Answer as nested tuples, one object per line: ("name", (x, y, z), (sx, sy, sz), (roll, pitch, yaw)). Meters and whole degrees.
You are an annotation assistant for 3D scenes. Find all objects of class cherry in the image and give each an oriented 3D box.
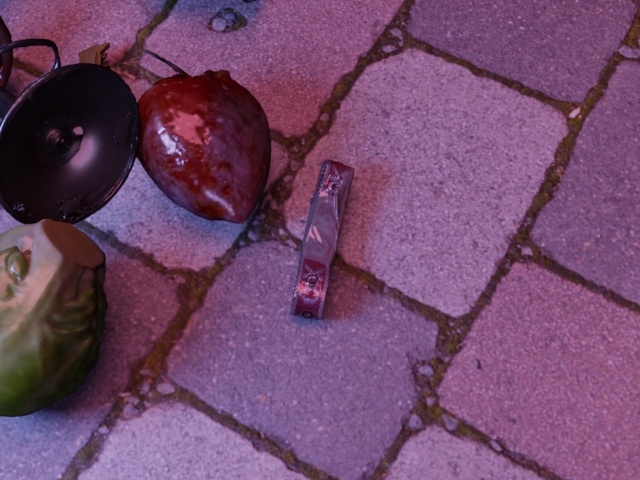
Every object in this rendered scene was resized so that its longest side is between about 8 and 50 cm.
("cherry", (-0.158, -0.126, 1.426), (0.175, 0.192, 0.250), (-37, 69, 21))

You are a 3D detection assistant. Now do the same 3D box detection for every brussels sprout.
("brussels sprout", (-0.367, 0.097, 1.282), (0.244, 0.244, 0.244), (-1, 61, 1))

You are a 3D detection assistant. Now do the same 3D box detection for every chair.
("chair", (-0.449, -0.196, 1.395), (0.401, 0.226, 0.226), (31, 65, 34))

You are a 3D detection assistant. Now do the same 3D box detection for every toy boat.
("toy boat", (-0.327, -0.209, 1.543), (0.072, 0.064, 0.206), (2, 60, -14))

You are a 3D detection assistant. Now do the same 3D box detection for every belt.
("belt", (0.000, 0.000, 1.419), (0.053, 0.071, 0.232), (12, 65, 0))

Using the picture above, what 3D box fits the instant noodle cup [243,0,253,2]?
("instant noodle cup", (-0.204, -0.490, 1.605), (0.181, 0.302, 0.258), (-5, 103, 14))
